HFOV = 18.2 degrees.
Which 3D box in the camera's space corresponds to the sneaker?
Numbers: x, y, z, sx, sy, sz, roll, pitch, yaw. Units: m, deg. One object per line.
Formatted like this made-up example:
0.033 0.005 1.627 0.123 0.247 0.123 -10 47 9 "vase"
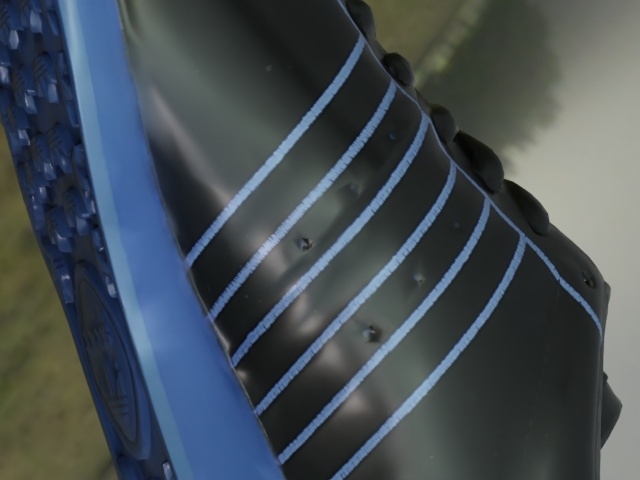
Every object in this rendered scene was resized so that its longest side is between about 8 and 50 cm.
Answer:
0.000 0.000 0.369 0.090 0.232 0.081 -18 -174 -18 "sneaker"
